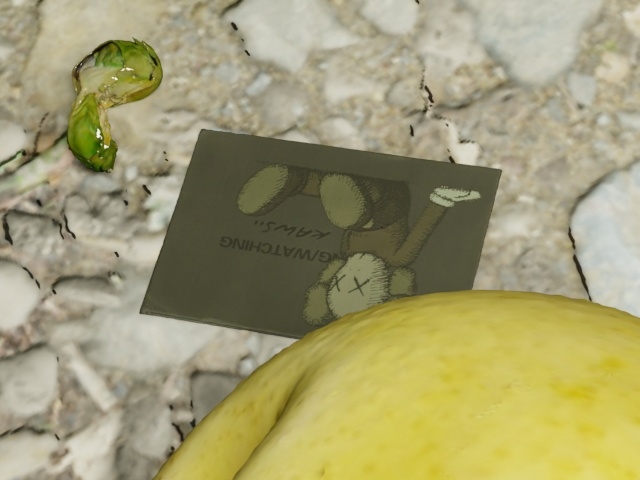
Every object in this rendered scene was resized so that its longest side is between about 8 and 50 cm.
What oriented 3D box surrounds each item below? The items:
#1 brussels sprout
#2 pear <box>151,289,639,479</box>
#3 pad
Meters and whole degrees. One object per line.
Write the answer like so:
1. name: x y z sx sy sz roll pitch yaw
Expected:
1. brussels sprout: -0.131 -0.085 1.051 0.051 0.046 0.083 16 67 26
2. pear: 0.070 0.186 0.702 0.348 0.348 0.348 -5 61 9
3. pad: 0.000 0.000 1.003 0.190 0.004 0.127 8 64 16
